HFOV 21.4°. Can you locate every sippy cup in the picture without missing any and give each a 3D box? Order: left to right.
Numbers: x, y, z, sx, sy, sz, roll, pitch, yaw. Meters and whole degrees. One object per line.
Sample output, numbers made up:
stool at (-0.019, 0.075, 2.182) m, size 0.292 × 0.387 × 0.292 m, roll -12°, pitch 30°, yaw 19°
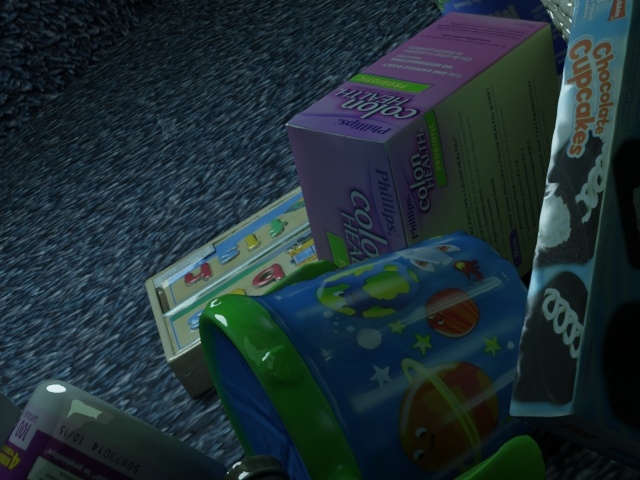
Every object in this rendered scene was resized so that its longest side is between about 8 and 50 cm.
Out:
sippy cup at (0.056, 0.109, 1.304) m, size 0.224 × 0.305 × 0.240 m, roll -27°, pitch -24°, yaw -15°

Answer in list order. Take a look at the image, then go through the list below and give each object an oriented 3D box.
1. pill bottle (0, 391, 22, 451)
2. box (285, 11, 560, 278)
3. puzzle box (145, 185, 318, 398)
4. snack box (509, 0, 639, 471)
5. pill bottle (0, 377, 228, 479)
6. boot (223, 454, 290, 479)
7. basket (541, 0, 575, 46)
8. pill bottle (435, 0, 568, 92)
pill bottle at (-0.432, 0.306, 1.529) m, size 0.392 × 0.224 × 0.224 m, roll -29°, pitch 20°, yaw 7°
box at (0.108, -0.056, 1.518) m, size 0.117 × 0.214 × 0.243 m, roll 13°, pitch 39°, yaw 39°
puzzle box at (0.000, 0.000, 1.858) m, size 0.409 × 0.052 × 0.272 m, roll -32°, pitch 21°, yaw -1°
snack box at (0.231, -0.010, 1.139) m, size 0.060 × 0.187 × 0.322 m, roll -10°, pitch 63°, yaw 48°
pill bottle at (-0.205, 0.269, 1.263) m, size 0.169 × 0.169 × 0.302 m, roll 8°, pitch 68°, yaw 61°
boot at (-0.022, 0.278, 1.192) m, size 0.076 × 0.190 × 0.208 m, roll -11°, pitch 40°, yaw -26°
basket at (0.385, -0.184, 1.417) m, size 0.328 × 0.266 × 0.331 m, roll -31°, pitch 18°, yaw 6°
pill bottle at (0.215, -0.227, 1.747) m, size 0.152 × 0.272 × 0.152 m, roll -28°, pitch 20°, yaw 11°
